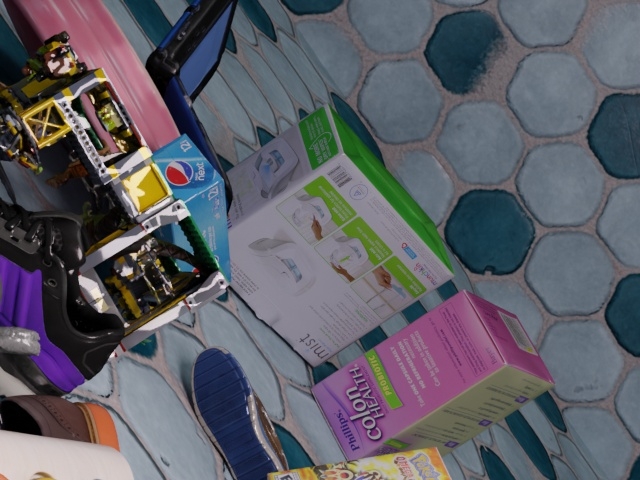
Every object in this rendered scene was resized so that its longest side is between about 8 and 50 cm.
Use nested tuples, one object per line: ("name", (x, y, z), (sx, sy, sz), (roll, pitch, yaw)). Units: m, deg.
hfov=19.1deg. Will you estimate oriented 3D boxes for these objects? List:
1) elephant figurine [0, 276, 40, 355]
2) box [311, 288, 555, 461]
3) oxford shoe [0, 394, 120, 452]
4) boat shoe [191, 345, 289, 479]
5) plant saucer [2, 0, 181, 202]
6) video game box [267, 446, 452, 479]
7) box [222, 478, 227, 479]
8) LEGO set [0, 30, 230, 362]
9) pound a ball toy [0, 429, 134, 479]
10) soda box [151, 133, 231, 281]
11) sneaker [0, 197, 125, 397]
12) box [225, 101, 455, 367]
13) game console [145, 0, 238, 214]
("elephant figurine", (-0.336, -0.009, 1.491), (0.239, 0.169, 0.186), (-126, -160, -65))
("box", (0.149, 0.189, 2.458), (0.117, 0.243, 0.213), (61, 15, 22))
("oxford shoe", (-0.208, 0.231, 1.524), (0.098, 0.097, 0.271), (21, 28, -33))
("boat shoe", (-0.085, 0.201, 2.038), (0.066, 0.066, 0.183), (20, 48, -75))
("plant saucer", (-0.235, -0.158, 2.062), (0.332, 0.084, 0.332), (58, -8, 13))
("video game box", (0.059, 0.299, 1.898), (0.205, 0.187, 0.048), (-115, -156, -52))
("box", (-0.063, 0.336, 1.837), (0.207, 0.036, 0.114), (56, 14, 3))
("LEGO set", (-0.252, -0.012, 1.819), (0.255, 0.192, 0.331), (17, -43, 64))
("pound a ball toy", (-0.242, 0.155, 1.309), (0.319, 0.135, 0.208), (26, 55, -65))
("soda box", (-0.141, -0.015, 1.951), (0.071, 0.067, 0.210), (50, -20, 24))
("sneaker", (-0.277, 0.003, 1.647), (0.293, 0.146, 0.102), (53, 16, -15))
("box", (0.000, 0.000, 2.417), (0.262, 0.231, 0.127), (45, 18, -35))
("game console", (-0.121, -0.140, 2.229), (0.173, 0.250, 0.293), (34, -22, 3))
